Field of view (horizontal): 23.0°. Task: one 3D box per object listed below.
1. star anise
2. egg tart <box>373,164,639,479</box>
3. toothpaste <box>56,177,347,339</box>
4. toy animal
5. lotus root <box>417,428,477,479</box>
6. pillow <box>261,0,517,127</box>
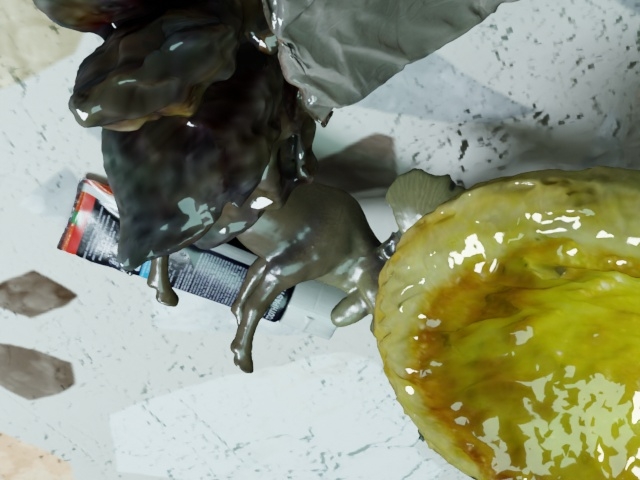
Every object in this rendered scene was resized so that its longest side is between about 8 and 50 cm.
[{"bbox_3d":[-0.052,-0.104,0.731,0.109,0.236,0.223,-7,141,18],"label":"star anise"},{"bbox_3d":[0.185,0.061,0.906,0.319,0.128,0.319,14,137,14],"label":"egg tart"},{"bbox_3d":[-0.076,0.012,1.047,0.194,0.045,0.071,19,132,-6],"label":"toothpaste"},{"bbox_3d":[0.000,0.000,0.969,0.214,0.093,0.186,40,108,-16],"label":"toy animal"},{"bbox_3d":[0.160,0.135,1.133,0.179,0.080,0.089,2,101,-2],"label":"lotus root"},{"bbox_3d":[0.078,-0.153,0.692,0.248,0.049,0.135,-35,145,-15],"label":"pillow"}]
